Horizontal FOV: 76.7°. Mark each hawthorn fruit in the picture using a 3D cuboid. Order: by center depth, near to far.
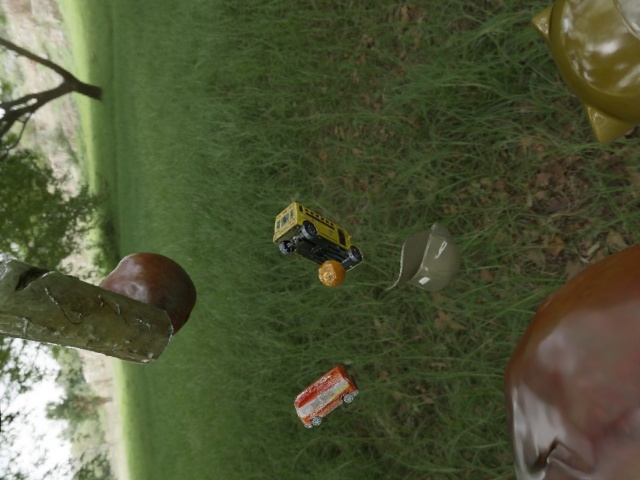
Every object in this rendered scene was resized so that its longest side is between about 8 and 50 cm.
[{"bbox_3d":[0.320,0.141,0.319,0.325,0.308,0.308,126,134,-66],"label":"hawthorn fruit"}]

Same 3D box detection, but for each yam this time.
[{"bbox_3d":[-0.183,0.056,0.305,0.054,0.132,0.054,-27,48,34],"label":"yam"}]

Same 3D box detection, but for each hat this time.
[{"bbox_3d":[0.233,0.067,0.878,0.144,0.173,0.166,22,120,10],"label":"hat"}]

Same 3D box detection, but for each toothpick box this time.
[{"bbox_3d":[0.661,-0.427,0.737,0.425,0.409,0.408,-33,64,53],"label":"toothpick box"}]

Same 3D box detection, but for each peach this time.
[{"bbox_3d":[-0.462,0.156,1.087,0.252,0.252,0.252,13,105,61],"label":"peach"}]

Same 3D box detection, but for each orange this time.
[{"bbox_3d":[0.034,0.100,1.220,0.083,0.084,0.083,13,105,61],"label":"orange"}]

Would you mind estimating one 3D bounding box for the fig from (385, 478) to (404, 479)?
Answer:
[{"bbox_3d":[0.234,0.785,1.172,0.195,0.245,0.195,7,102,39],"label":"fig"}]

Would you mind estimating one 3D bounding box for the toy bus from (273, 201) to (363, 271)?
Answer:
[{"bbox_3d":[0.000,0.000,1.448,0.145,0.331,0.151,-36,43,33],"label":"toy bus"}]

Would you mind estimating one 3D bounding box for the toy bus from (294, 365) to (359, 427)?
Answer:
[{"bbox_3d":[0.009,0.402,1.048,0.077,0.174,0.079,54,-179,-22],"label":"toy bus"}]
